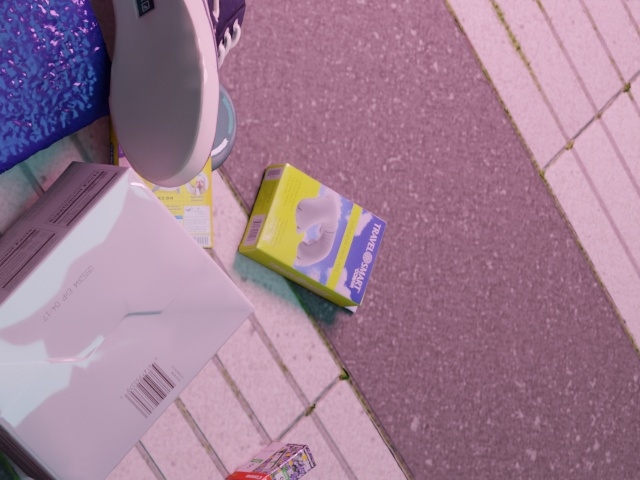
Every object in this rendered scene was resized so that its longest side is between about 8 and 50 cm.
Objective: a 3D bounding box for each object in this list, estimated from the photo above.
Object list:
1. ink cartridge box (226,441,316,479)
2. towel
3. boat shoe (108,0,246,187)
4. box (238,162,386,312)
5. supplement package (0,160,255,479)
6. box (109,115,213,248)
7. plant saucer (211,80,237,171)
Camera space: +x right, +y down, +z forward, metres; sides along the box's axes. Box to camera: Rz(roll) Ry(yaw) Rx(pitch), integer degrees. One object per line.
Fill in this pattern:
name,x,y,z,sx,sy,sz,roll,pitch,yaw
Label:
ink cartridge box,-0.066,0.260,2.080,0.115,0.063,0.029,-34,109,-34
towel,-0.344,-0.227,1.893,0.228,0.076,0.308,-32,107,-28
boat shoe,-0.130,-0.201,1.965,0.158,0.127,0.340,22,55,-53
box,0.000,0.000,2.162,0.178,0.042,0.109,29,70,-32
supplement package,-0.238,0.086,1.879,0.262,0.145,0.204,-48,116,-17
box,-0.169,-0.080,2.016,0.105,0.043,0.179,-1,91,-20
plant saucer,-0.134,-0.130,2.078,0.119,0.021,0.119,3,85,-38
